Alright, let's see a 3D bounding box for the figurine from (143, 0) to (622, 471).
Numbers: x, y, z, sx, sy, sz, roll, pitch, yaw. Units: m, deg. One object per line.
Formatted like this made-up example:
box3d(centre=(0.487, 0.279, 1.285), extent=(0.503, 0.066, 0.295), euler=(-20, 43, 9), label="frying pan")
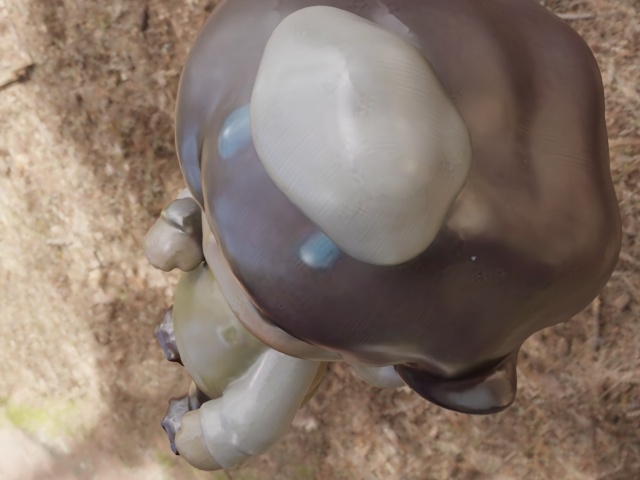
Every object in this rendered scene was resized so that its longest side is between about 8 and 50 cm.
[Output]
box3d(centre=(-0.019, -0.005, 0.516), extent=(0.206, 0.218, 0.365), euler=(26, 140, -28), label="figurine")
